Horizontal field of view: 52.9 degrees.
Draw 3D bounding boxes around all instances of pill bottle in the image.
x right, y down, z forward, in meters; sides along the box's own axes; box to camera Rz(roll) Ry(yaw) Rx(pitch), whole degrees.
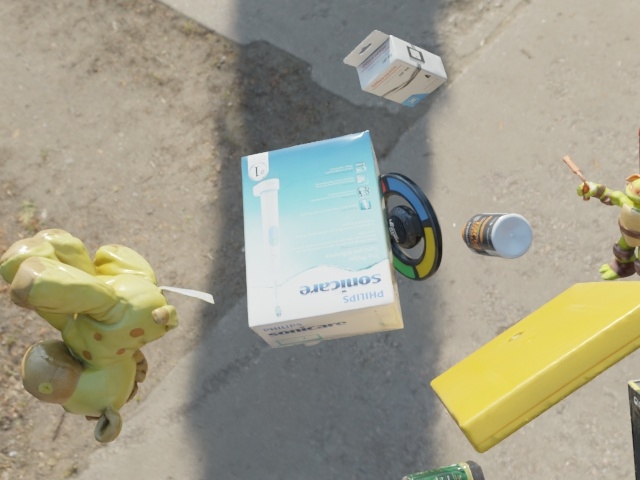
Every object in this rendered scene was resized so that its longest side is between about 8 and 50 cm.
[{"bbox_3d":[0.509,-0.016,1.902,0.131,0.246,0.130,0,92,-12],"label":"pill bottle"}]

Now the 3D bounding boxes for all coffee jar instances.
[{"bbox_3d":[0.292,0.578,1.522,0.184,0.096,0.079,-9,66,-11],"label":"coffee jar"}]

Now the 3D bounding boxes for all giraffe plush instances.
[{"bbox_3d":[-0.242,0.106,0.679,0.210,0.181,0.170,21,100,-8],"label":"giraffe plush"}]

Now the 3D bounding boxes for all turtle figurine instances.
[{"bbox_3d":[0.491,-0.022,1.014,0.087,0.217,0.269,-25,37,-16],"label":"turtle figurine"}]

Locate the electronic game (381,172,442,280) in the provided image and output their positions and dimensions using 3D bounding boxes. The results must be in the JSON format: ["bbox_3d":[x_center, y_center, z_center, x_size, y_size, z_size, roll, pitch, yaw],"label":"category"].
[{"bbox_3d":[0.169,-0.027,1.299,0.048,0.229,0.229,-21,54,-23],"label":"electronic game"}]

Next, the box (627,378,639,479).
[{"bbox_3d":[0.590,0.396,1.009,0.079,0.322,0.257,-10,100,6],"label":"box"}]

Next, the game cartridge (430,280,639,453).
[{"bbox_3d":[0.287,0.150,0.841,0.285,0.324,0.052,-34,85,1],"label":"game cartridge"}]

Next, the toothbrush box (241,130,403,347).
[{"bbox_3d":[0.000,0.000,1.010,0.216,0.126,0.295,-11,63,9],"label":"toothbrush box"}]

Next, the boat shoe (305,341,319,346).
[{"bbox_3d":[-0.021,0.033,1.278,0.157,0.135,0.367,-19,49,-4],"label":"boat shoe"}]

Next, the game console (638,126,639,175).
[{"bbox_3d":[0.780,-0.096,1.187,0.342,0.386,0.060,-8,31,17],"label":"game console"}]

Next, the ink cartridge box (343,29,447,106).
[{"bbox_3d":[0.146,-0.332,1.259,0.104,0.180,0.060,-35,57,43],"label":"ink cartridge box"}]
